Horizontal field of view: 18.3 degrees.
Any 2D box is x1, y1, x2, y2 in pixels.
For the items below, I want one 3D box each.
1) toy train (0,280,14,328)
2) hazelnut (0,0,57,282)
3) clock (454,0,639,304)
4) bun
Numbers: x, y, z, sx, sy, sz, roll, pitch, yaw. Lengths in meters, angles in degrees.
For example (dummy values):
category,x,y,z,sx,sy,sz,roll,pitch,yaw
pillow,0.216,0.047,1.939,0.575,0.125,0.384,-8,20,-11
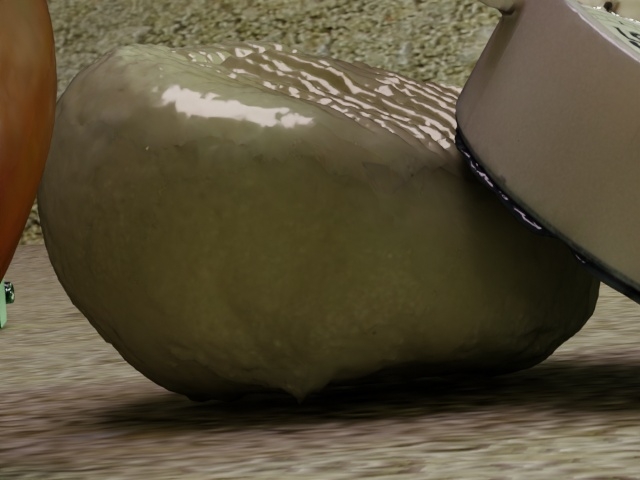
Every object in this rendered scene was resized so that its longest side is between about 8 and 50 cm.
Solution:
category,x,y,z,sx,sy,sz,roll,pitch,yaw
toy train,-0.206,0.033,1.057,0.083,0.033,0.053,-5,6,-2
hazelnut,-0.175,-0.028,0.470,0.210,0.210,0.186,-3,-2,28
clock,0.114,-0.023,0.576,0.155,0.063,0.229,8,27,-39
bun,0.000,0.000,0.625,0.164,0.111,0.188,19,13,33
